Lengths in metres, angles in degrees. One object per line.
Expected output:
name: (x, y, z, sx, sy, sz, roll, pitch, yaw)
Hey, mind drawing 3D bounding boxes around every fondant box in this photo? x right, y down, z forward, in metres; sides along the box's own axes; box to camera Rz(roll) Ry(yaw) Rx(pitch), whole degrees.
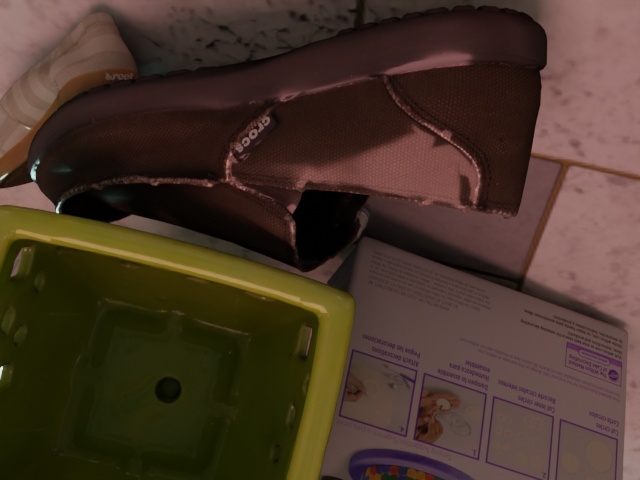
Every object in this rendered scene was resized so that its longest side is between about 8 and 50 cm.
fondant box: (0.094, 0.189, 0.667, 0.238, 0.330, 0.096, 20, 149, -11)

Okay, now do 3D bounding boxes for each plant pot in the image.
plant pot: (-0.118, 0.114, 0.620, 0.228, 0.227, 0.207, 15, 176, -4)

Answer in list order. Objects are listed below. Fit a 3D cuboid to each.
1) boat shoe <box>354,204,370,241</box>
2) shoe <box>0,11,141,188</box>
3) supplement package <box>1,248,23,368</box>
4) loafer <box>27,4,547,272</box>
boat shoe: (0.000, 0.000, 0.728, 0.035, 0.035, 0.100, 38, 141, -26)
shoe: (-0.194, -0.095, 0.676, 0.076, 0.058, 0.219, -13, 171, -40)
supplement package: (-0.318, 0.053, 0.888, 0.179, 0.105, 0.105, 18, 146, 1)
loafer: (-0.039, -0.041, 0.564, 0.366, 0.130, 0.134, -9, 179, 33)
